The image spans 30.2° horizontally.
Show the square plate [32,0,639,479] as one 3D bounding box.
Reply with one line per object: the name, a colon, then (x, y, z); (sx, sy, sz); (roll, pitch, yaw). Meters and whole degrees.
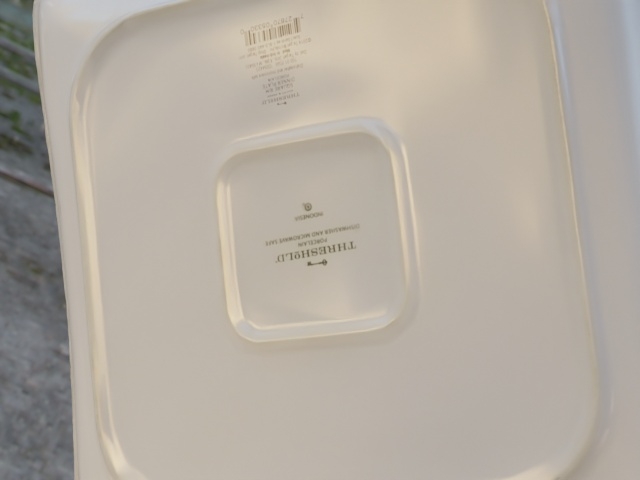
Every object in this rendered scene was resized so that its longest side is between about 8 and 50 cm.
square plate: (0.000, 0.000, 0.593); (0.347, 0.344, 0.049); (-9, -5, 23)
